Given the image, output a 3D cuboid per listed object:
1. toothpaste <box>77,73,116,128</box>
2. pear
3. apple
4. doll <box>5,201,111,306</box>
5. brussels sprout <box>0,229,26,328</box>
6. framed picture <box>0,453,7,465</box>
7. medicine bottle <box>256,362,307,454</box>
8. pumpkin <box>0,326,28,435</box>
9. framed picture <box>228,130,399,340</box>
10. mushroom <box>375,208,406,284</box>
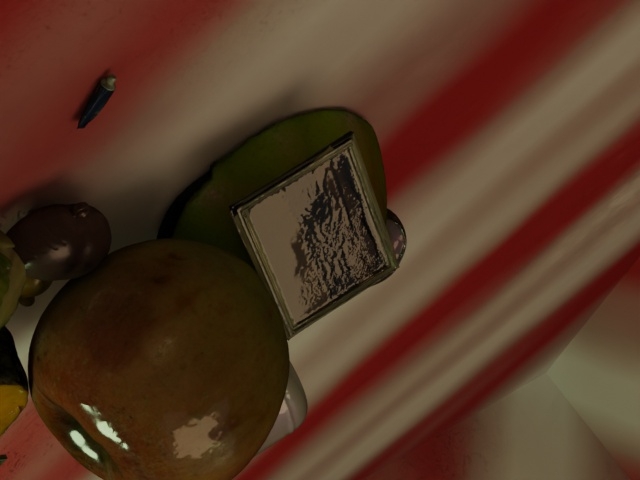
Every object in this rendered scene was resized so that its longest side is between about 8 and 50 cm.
[{"bbox_3d":[-0.251,-0.156,1.571,0.083,0.019,0.027,-51,180,35],"label":"toothpaste"},{"bbox_3d":[-0.036,-0.001,2.020,0.398,0.165,0.399,-31,155,-17],"label":"pear"},{"bbox_3d":[-0.207,0.158,1.822,0.305,0.338,0.338,-46,166,-27],"label":"apple"},{"bbox_3d":[-0.341,0.014,1.700,0.188,0.096,0.145,-32,156,14],"label":"doll"},{"bbox_3d":[-0.421,0.058,1.571,0.180,0.144,0.161,-28,174,-20],"label":"brussels sprout"},{"bbox_3d":[-0.498,0.321,1.835,0.109,0.011,0.149,-45,154,28],"label":"framed picture"},{"bbox_3d":[-0.200,0.268,2.258,0.302,0.241,0.241,-31,159,-16],"label":"medicine bottle"},{"bbox_3d":[-0.495,0.220,1.818,0.221,0.139,0.317,-8,144,-49],"label":"pumpkin"},{"bbox_3d":[0.000,0.000,1.871,0.197,0.014,0.252,-32,130,-13],"label":"framed picture"},{"bbox_3d":[0.049,0.008,2.294,0.188,0.141,0.117,-24,-167,5],"label":"mushroom"}]
